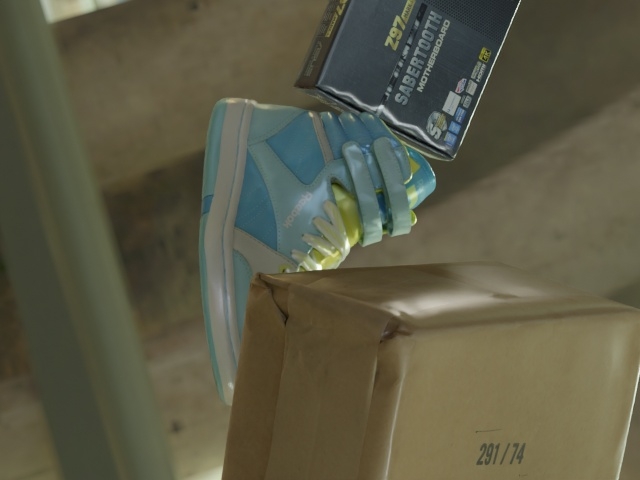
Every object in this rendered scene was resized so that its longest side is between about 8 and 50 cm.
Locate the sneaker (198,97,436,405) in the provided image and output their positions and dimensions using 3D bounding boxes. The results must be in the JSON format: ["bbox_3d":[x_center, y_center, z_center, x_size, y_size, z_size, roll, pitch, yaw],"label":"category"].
[{"bbox_3d":[0.000,0.000,1.690,0.127,0.208,0.319,85,5,-56],"label":"sneaker"}]

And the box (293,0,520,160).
[{"bbox_3d":[0.098,-0.223,1.954,0.059,0.183,0.233,12,-103,63],"label":"box"}]

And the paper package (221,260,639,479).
[{"bbox_3d":[0.084,0.180,1.510,0.168,0.325,0.310,19,-75,40],"label":"paper package"}]
